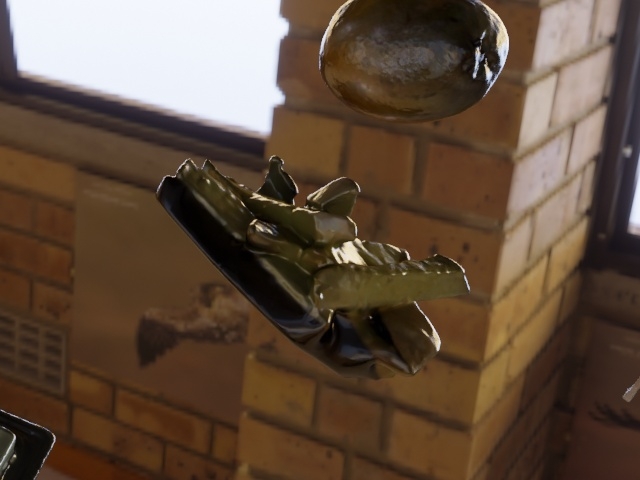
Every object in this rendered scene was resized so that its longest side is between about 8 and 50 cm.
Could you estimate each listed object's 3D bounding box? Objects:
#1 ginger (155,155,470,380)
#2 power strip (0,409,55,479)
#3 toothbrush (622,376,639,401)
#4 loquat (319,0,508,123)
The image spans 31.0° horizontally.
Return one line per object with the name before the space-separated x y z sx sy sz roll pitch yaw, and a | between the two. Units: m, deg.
ginger | 0.000 0.000 1.582 0.413 0.211 0.358 43 -175 -2
power strip | -0.511 0.302 1.531 0.251 0.092 0.257 28 -133 -7
toothbrush | 0.386 0.157 1.356 0.017 0.194 0.014 39 -109 13
loquat | 0.112 -0.225 1.389 0.227 0.179 0.179 2 -161 21
